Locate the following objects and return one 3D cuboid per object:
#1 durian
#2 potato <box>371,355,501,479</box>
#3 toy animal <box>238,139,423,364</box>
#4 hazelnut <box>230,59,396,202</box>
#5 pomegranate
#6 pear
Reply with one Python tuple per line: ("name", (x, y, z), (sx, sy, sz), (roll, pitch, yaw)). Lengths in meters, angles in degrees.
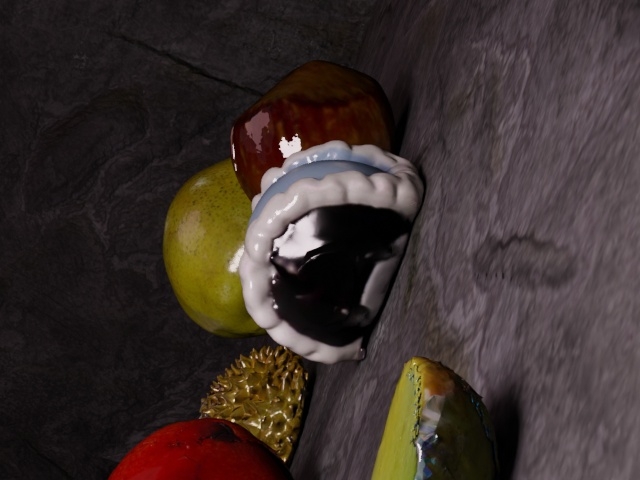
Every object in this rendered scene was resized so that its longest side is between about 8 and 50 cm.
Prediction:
("durian", (-0.092, 0.238, 1.534), (0.183, 0.138, 0.249), (-64, 5, -35))
("potato", (0.048, 0.157, 0.552), (0.119, 0.054, 0.198), (118, 165, -65))
("toy animal", (0.000, 0.000, 1.145), (0.204, 0.156, 0.208), (-95, 27, -70))
("hazelnut", (0.007, -0.113, 1.422), (0.234, 0.218, 0.218), (-47, -17, -51))
("pomegranate", (-0.110, 0.284, 1.128), (0.235, 0.210, 0.210), (43, -124, -49))
("pear", (-0.106, 0.006, 1.729), (0.294, 0.294, 0.294), (-162, 90, -86))
